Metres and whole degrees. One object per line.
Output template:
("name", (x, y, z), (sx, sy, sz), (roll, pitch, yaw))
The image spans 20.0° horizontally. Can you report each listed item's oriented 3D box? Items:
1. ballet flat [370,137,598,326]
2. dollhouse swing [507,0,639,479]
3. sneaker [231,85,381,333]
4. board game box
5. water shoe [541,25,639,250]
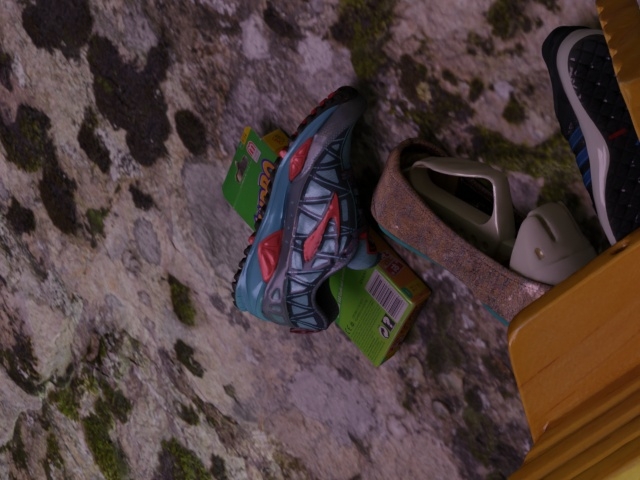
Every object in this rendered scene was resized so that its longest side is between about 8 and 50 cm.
("ballet flat", (0.163, 0.001, 1.593), (0.316, 0.107, 0.106), (32, 126, 34))
("dollhouse swing", (0.185, 0.050, 1.291), (0.315, 0.347, 0.305), (-36, 106, 17))
("sneaker", (0.011, -0.026, 1.767), (0.125, 0.104, 0.262), (25, 119, 9))
("board game box", (0.000, 0.000, 1.867), (0.259, 0.039, 0.124), (45, 144, 15))
("water shoe", (0.236, -0.082, 1.471), (0.080, 0.073, 0.203), (-131, 21, -68))
